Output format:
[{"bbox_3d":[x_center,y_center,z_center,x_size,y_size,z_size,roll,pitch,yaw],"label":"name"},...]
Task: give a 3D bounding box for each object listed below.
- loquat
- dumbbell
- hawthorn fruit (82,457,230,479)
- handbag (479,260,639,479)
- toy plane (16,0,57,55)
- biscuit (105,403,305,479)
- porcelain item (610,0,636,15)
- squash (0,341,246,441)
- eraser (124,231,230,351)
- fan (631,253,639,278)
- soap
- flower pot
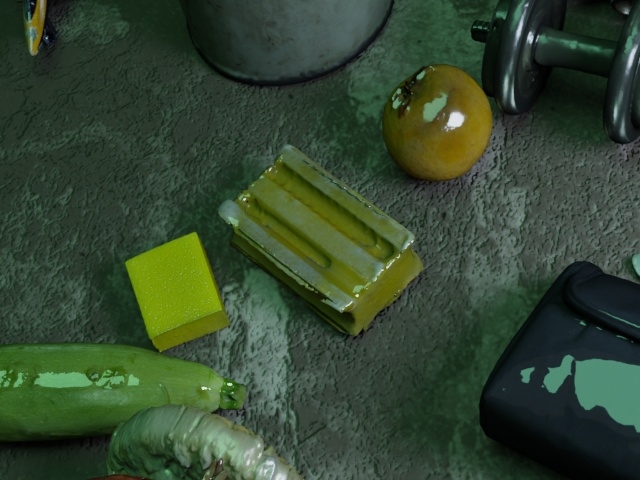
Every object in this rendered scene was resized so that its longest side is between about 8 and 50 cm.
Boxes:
[{"bbox_3d":[0.143,-0.143,1.752,0.141,0.141,0.141,-6,58,10],"label":"loquat"},{"bbox_3d":[0.318,-0.225,1.729,0.290,0.192,0.192,17,64,23],"label":"dumbbell"},{"bbox_3d":[-0.193,0.342,1.441,0.307,0.276,0.276,-44,59,-3],"label":"hawthorn fruit"},{"bbox_3d":[0.350,0.137,1.502,0.302,0.178,0.275,23,67,25],"label":"handbag"},{"bbox_3d":[-0.394,-0.378,2.052,0.204,0.103,0.316,-10,64,9],"label":"toy plane"},{"bbox_3d":[-0.105,0.260,1.548,0.281,0.179,0.084,23,43,17],"label":"biscuit"},{"bbox_3d":[0.414,-0.349,1.828,0.288,0.138,0.186,13,74,15],"label":"porcelain item"},{"bbox_3d":[-0.273,0.172,1.667,0.371,0.118,0.118,-2,58,10],"label":"squash"},{"bbox_3d":[-0.173,0.063,1.752,0.097,0.045,0.122,-23,58,-1],"label":"eraser"},{"bbox_3d":[0.450,-0.002,1.662,0.193,0.016,0.038,-24,59,-1],"label":"fan"},{"bbox_3d":[-0.001,-0.001,1.733,0.135,0.076,0.233,-44,58,-14],"label":"soap"},{"bbox_3d":[-0.067,-0.409,1.852,0.294,0.330,0.293,-5,58,8],"label":"flower pot"}]
